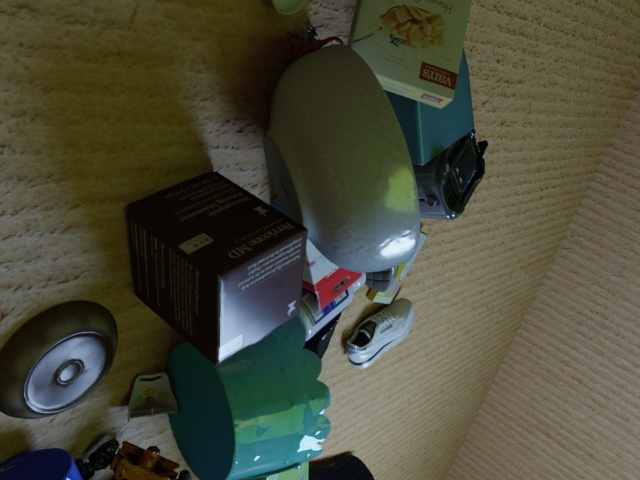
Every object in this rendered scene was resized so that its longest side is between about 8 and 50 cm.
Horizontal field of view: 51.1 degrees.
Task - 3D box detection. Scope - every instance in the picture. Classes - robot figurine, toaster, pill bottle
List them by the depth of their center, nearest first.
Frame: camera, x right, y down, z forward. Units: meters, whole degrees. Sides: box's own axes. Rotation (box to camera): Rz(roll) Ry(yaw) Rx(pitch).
[{"bbox_3d":[-0.344,0.476,1.146,0.291,0.211,0.085,-63,-172,3],"label":"robot figurine"},{"bbox_3d":[0.215,-0.134,1.275,0.227,0.146,0.129,-54,130,-39],"label":"toaster"},{"bbox_3d":[0.001,0.106,1.349,0.186,0.112,0.112,-37,144,-31],"label":"pill bottle"}]

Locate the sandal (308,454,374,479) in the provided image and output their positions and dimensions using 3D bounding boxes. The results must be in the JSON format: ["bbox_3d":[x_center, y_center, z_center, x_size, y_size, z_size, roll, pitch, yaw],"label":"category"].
[{"bbox_3d":[0.019,0.725,1.906,0.107,0.168,0.445,-46,152,16],"label":"sandal"}]

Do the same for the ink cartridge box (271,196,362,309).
[{"bbox_3d":[0.000,0.000,1.248,0.134,0.078,0.231,-37,134,-31],"label":"ink cartridge box"}]

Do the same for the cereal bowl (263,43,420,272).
[{"bbox_3d":[0.009,-0.103,0.987,0.141,0.339,0.339,-21,139,-13],"label":"cereal bowl"}]

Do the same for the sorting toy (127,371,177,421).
[{"bbox_3d":[-0.288,0.260,1.138,0.083,0.045,0.075,-2,110,-23],"label":"sorting toy"}]

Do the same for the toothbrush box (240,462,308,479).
[{"bbox_3d":[-0.136,0.462,1.384,0.122,0.206,0.283,-34,142,-35],"label":"toothbrush box"}]

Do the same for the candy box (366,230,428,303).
[{"bbox_3d":[0.193,0.063,1.670,0.206,0.027,0.105,-62,152,7],"label":"candy box"}]

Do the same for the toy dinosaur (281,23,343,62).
[{"bbox_3d":[-0.020,-0.295,1.001,0.082,0.090,0.047,-70,152,-53],"label":"toy dinosaur"}]

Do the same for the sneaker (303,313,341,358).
[{"bbox_3d":[-0.039,0.243,1.393,0.286,0.109,0.130,-51,159,-34],"label":"sneaker"}]

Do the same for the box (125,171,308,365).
[{"bbox_3d":[-0.151,0.033,0.973,0.168,0.203,0.167,-29,139,-40],"label":"box"}]

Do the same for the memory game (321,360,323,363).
[{"bbox_3d":[-0.058,0.332,1.568,0.186,0.012,0.186,-36,143,-33],"label":"memory game"}]

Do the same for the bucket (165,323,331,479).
[{"bbox_3d":[-0.135,0.275,1.155,0.183,0.281,0.281,-8,125,-38],"label":"bucket"}]

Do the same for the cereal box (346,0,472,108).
[{"bbox_3d":[0.138,-0.339,1.019,0.047,0.172,0.240,150,-47,-72],"label":"cereal box"}]

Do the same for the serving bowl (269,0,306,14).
[{"bbox_3d":[-0.048,-0.361,0.934,0.083,0.027,0.083,-36,143,-33],"label":"serving bowl"}]

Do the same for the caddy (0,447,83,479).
[{"bbox_3d":[-0.426,0.463,0.934,0.341,0.241,0.179,-31,134,-41],"label":"caddy"}]

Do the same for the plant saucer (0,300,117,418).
[{"bbox_3d":[-0.368,0.181,0.960,0.198,0.036,0.199,-35,142,-33],"label":"plant saucer"}]

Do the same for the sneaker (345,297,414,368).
[{"bbox_3d":[0.156,0.223,1.713,0.235,0.090,0.095,-43,137,-25],"label":"sneaker"}]

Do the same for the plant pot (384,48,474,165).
[{"bbox_3d":[0.153,-0.286,1.168,0.165,0.165,0.234,-37,132,-32],"label":"plant pot"}]

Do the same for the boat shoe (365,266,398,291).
[{"bbox_3d":[0.145,-0.023,1.435,0.116,0.123,0.325,-37,145,-35],"label":"boat shoe"}]
